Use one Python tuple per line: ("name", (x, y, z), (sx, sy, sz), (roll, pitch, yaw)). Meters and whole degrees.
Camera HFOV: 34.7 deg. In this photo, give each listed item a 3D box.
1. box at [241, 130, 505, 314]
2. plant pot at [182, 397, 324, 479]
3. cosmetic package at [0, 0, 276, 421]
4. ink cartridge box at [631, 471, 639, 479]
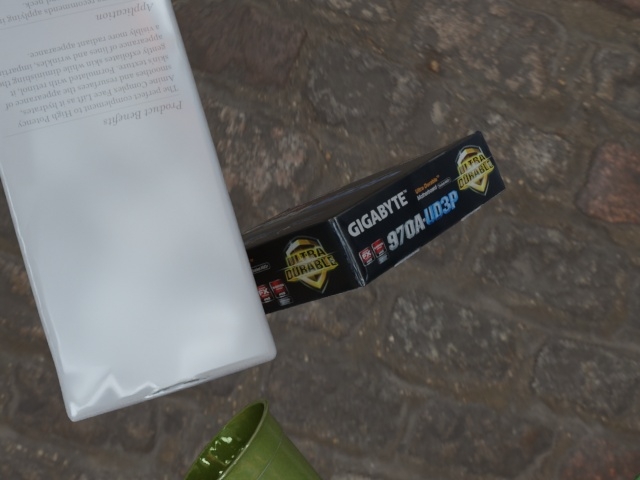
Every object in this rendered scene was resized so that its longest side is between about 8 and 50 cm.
("box", (0.000, 0.000, 0.747), (0.220, 0.175, 0.051), (-19, 98, 47))
("plant pot", (-0.033, 0.155, 0.633), (0.079, 0.083, 0.083), (43, 100, -11))
("cosmetic package", (-0.115, -0.027, 0.574), (0.117, 0.085, 0.231), (-15, 86, -12))
("ink cartridge box", (0.250, 0.345, 0.778), (0.117, 0.201, 0.278), (15, 118, -39))
